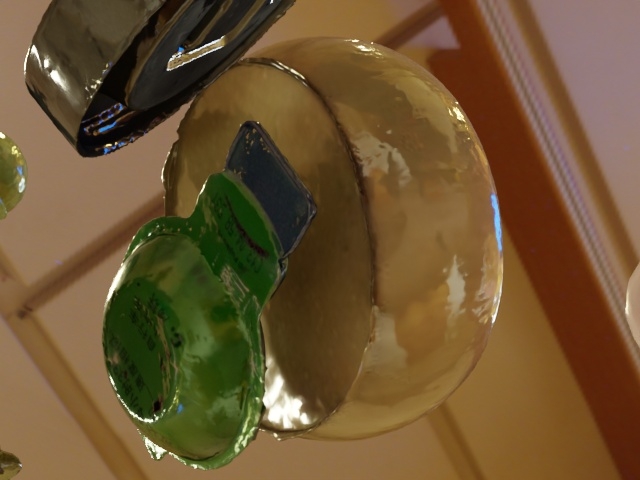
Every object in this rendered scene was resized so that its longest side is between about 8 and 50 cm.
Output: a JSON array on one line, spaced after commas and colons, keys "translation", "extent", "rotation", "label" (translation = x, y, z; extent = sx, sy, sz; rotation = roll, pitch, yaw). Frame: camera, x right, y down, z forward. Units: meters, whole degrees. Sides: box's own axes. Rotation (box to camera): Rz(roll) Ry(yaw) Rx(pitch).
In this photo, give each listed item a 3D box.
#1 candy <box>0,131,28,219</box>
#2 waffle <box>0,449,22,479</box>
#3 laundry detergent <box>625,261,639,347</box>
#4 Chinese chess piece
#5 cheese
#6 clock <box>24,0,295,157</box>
[{"translation": [-0.421, -0.005, 1.086], "extent": [0.335, 0.092, 0.093], "rotation": [-30, -25, -16], "label": "candy"}, {"translation": [-0.292, 0.054, 0.915], "extent": [0.073, 0.317, 0.297], "rotation": [-11, -119, -23], "label": "waffle"}, {"translation": [0.262, -0.035, 0.380], "extent": [0.335, 0.159, 0.088], "rotation": [-43, -20, 23], "label": "laundry detergent"}, {"translation": [0.000, 0.000, 1.007], "extent": [0.140, 0.338, 0.338], "rotation": [-8, -79, -36], "label": "Chinese chess piece"}, {"translation": [-0.088, 0.052, 0.919], "extent": [0.083, 0.204, 0.320], "rotation": [-9, -37, -41], "label": "cheese"}, {"translation": [-0.053, -0.129, 0.590], "extent": [0.042, 0.215, 0.215], "rotation": [45, -108, 2], "label": "clock"}]
